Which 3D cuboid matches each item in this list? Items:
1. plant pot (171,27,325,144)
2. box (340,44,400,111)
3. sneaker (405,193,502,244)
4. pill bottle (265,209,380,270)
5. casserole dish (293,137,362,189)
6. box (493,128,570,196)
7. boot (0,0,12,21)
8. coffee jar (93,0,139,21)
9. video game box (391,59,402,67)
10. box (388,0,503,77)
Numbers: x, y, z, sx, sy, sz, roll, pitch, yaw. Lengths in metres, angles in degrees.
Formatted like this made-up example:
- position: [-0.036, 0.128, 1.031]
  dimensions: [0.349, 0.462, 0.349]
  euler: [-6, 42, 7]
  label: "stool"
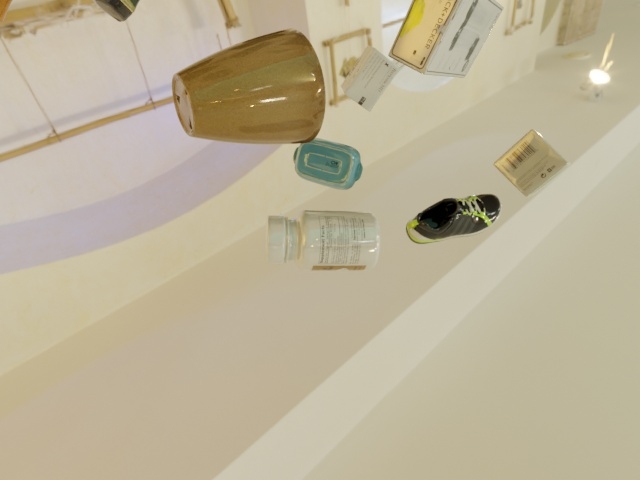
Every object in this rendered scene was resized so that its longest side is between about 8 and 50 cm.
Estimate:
- position: [-0.157, -0.294, 0.849]
  dimensions: [0.255, 0.237, 0.237]
  euler: [-21, -143, -29]
  label: "plant pot"
- position: [0.175, -0.589, 1.500]
  dimensions: [0.119, 0.181, 0.182]
  euler: [30, -157, -17]
  label: "box"
- position: [0.295, -0.052, 0.887]
  dimensions: [0.235, 0.097, 0.084]
  euler: [-20, -112, -9]
  label: "sneaker"
- position: [0.000, 0.000, 0.887]
  dimensions: [0.230, 0.131, 0.131]
  euler: [1, -145, -10]
  label: "pill bottle"
- position: [0.013, -0.195, 1.051]
  dimensions: [0.189, 0.114, 0.037]
  euler: [18, -166, 12]
  label: "casserole dish"
- position: [0.441, -0.159, 0.863]
  dimensions: [0.102, 0.101, 0.087]
  euler: [52, -149, 15]
  label: "box"
- position: [-0.546, -0.469, 0.552]
  dimensions: [0.211, 0.295, 0.104]
  euler: [-35, -149, 26]
  label: "boot"
- position: [-0.377, -0.531, 0.817]
  dimensions: [0.079, 0.096, 0.184]
  euler: [41, -87, 7]
  label: "coffee jar"
- position: [0.364, -0.784, 1.781]
  dimensions: [0.187, 0.048, 0.205]
  euler: [-43, -174, 12]
  label: "video game box"
- position: [0.269, -0.440, 0.863]
  dimensions: [0.087, 0.169, 0.290]
  euler: [37, -145, 18]
  label: "box"
